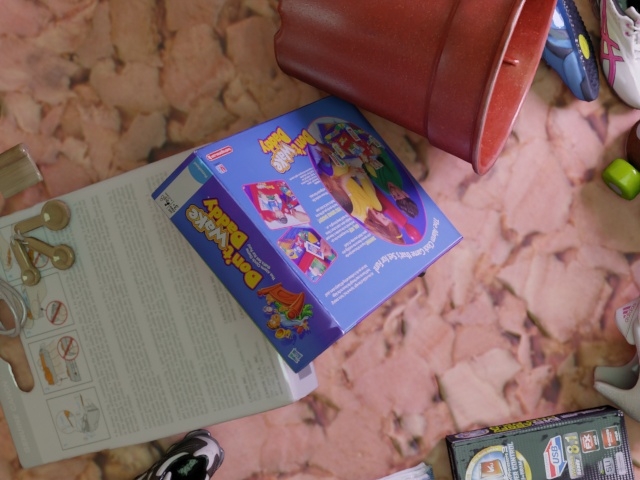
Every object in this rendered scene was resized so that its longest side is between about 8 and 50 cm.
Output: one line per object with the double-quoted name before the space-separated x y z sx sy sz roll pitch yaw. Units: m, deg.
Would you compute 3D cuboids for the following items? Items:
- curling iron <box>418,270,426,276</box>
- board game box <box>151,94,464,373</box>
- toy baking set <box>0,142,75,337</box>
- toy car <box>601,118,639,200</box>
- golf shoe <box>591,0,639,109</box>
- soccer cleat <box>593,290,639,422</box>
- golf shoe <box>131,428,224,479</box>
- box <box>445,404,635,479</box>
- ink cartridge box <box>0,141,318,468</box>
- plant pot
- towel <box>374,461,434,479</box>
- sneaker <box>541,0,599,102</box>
"curling iron" 0.000 0.000 1.523 0.273 0.068 0.035 12 83 -9
"board game box" 0.001 -0.024 1.371 0.078 0.347 0.233 -42 85 30
"toy baking set" -0.395 0.006 1.473 0.197 0.030 0.256 44 111 11
"toy car" 0.449 -0.095 1.480 0.149 0.188 0.155 43 88 -3
"golf shoe" 0.376 -0.250 1.528 0.067 0.086 0.186 -16 92 -5
"soccer cleat" 0.437 0.078 1.476 0.143 0.116 0.331 26 113 6
"golf shoe" -0.198 0.309 1.491 0.077 0.094 0.198 40 89 -4
"box" 0.283 0.354 1.535 0.216 0.060 0.270 -10 91 -4
"ink cartridge box" -0.225 0.082 1.485 0.384 0.091 0.308 -17 91 22
"plant pot" 0.106 -0.246 1.421 0.265 0.272 0.273 21 89 14
"towel" 0.078 0.433 1.514 0.209 0.034 0.285 -15 88 -15
"sneaker" 0.277 -0.261 1.540 0.082 0.069 0.209 -21 101 28
